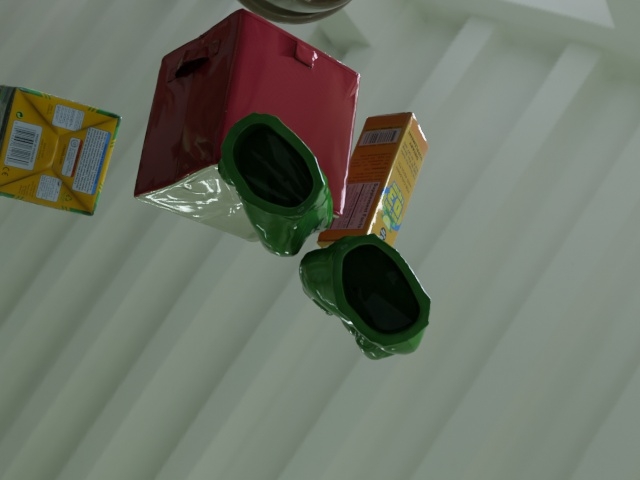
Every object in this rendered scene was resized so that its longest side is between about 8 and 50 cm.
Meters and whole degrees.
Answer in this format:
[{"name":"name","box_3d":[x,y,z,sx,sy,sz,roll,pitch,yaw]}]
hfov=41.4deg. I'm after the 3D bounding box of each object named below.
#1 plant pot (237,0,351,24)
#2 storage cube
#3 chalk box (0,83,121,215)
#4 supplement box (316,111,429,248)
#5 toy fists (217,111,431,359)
[{"name":"plant pot","box_3d":[-0.023,-0.441,1.263,0.263,0.263,0.229,-40,-153,6]},{"name":"storage cube","box_3d":[-0.084,-0.126,1.022,0.183,0.215,0.193,-14,-119,47]},{"name":"chalk box","box_3d":[-0.489,-0.164,1.473,0.289,0.179,0.180,22,-83,60]},{"name":"supplement box","box_3d":[0.074,-0.065,1.139,0.080,0.078,0.233,0,-129,33]},{"name":"toy fists","box_3d":[0.000,0.000,0.825,0.096,0.142,0.279,-41,-96,0]}]
